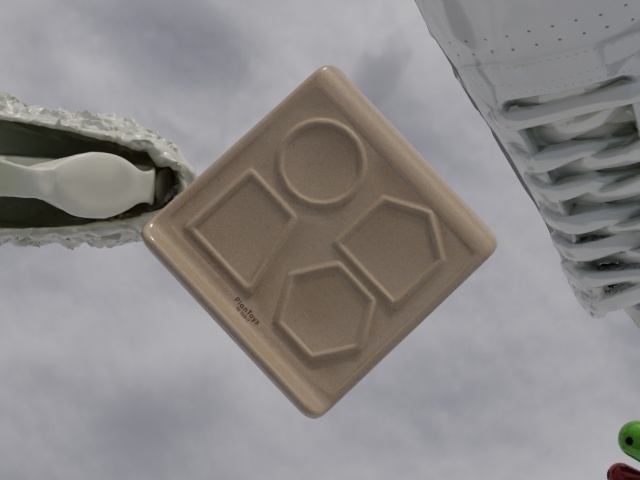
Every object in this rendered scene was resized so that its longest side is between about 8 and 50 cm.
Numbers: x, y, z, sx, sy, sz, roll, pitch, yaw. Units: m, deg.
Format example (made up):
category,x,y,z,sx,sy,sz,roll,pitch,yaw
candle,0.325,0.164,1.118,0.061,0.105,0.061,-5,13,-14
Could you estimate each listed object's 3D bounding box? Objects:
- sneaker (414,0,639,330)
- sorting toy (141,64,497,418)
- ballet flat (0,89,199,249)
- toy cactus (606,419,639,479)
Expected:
category,x,y,z,sx,sy,sz,roll,pitch,yaw
sneaker,0.086,-0.033,0.538,0.090,0.235,0.095,-6,67,27
sorting toy,0.000,0.000,1.455,0.208,0.038,0.193,-43,88,-17
ballet flat,-0.276,-0.061,1.526,0.408,0.147,0.147,2,65,-31
toy cactus,0.306,0.232,1.514,0.219,0.180,0.112,32,78,4
